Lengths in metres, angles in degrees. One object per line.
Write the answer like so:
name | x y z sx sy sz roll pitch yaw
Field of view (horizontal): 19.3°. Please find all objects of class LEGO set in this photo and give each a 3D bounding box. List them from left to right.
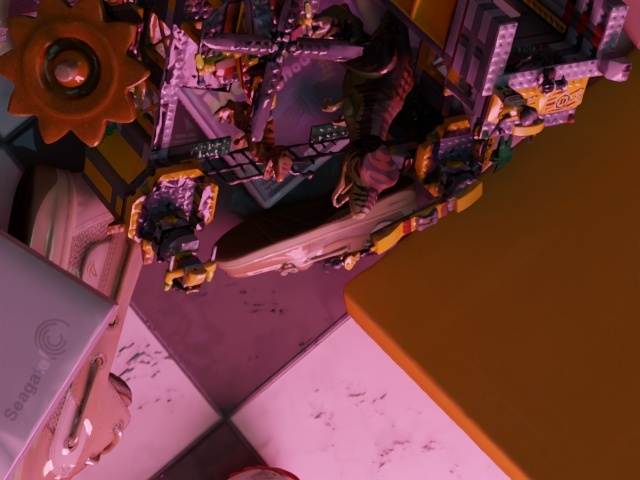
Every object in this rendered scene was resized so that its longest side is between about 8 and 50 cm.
LEGO set | 0.030 -0.075 1.128 0.331 0.192 0.255 -5 128 -36

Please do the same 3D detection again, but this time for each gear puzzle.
gear puzzle | -0.252 -0.129 1.051 0.339 0.044 0.175 11 106 12

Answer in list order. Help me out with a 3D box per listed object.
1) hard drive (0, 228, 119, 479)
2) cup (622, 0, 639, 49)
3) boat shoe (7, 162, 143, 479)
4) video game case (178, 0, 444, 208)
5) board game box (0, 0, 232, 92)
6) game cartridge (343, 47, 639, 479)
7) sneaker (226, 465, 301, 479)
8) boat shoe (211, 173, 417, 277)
hard drive | -0.305 0.043 1.128 0.307 0.040 0.203 32 89 0
cup | 0.241 -0.319 1.186 0.331 0.331 0.237 -42 84 -7
boat shoe | -0.167 0.105 1.216 0.098 0.109 0.302 9 92 -20
video game case | -0.015 -0.145 1.261 0.190 0.022 0.173 -40 111 -8
board game box | -0.165 -0.162 1.127 0.260 0.030 0.136 5 128 -20
game cartridge | 0.225 0.033 1.262 0.324 0.285 0.052 -39 153 -11
sneaker | -0.066 0.262 1.289 0.088 0.093 0.225 25 91 -22
boat shoe | 0.000 -0.001 1.281 0.153 0.056 0.048 -22 117 -25
